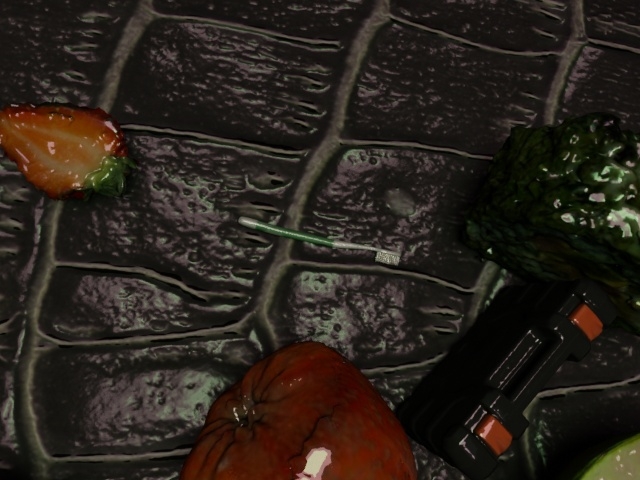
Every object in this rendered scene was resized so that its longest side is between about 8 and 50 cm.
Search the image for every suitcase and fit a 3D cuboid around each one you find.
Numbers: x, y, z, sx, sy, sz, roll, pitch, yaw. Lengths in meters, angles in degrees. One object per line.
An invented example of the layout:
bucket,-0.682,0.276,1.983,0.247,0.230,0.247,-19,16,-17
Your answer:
suitcase,0.237,0.169,0.680,0.285,0.206,0.066,-44,92,-13

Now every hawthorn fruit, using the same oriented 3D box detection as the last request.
hawthorn fruit,0.003,0.285,0.609,0.307,0.276,0.276,38,76,-13

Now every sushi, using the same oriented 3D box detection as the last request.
sushi,0.390,-0.015,0.698,0.351,0.294,0.178,30,80,-3

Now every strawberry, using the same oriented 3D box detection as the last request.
strawberry,-0.350,-0.123,0.719,0.192,0.085,0.141,-6,87,-4

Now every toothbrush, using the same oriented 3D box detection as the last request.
toothbrush,0.000,0.000,0.778,0.256,0.018,0.024,14,83,-6

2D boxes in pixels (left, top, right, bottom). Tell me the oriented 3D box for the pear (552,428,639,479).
pear,0.425,0.434,0.673,0.398,0.165,0.400,2,78,-8
